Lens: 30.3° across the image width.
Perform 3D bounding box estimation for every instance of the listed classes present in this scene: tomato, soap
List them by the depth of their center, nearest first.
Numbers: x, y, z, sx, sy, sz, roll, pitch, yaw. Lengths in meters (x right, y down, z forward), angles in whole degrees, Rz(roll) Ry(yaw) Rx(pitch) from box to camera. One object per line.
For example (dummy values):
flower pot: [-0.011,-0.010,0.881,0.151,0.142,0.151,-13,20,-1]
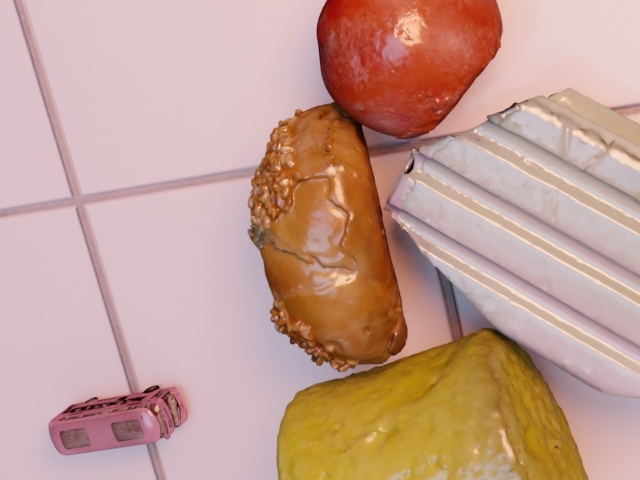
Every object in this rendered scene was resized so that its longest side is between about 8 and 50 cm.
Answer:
tomato: [0.089,-0.220,1.289,0.184,0.208,0.208,40,118,0]
soap: [0.305,0.002,1.306,0.446,0.156,0.261,29,117,10]

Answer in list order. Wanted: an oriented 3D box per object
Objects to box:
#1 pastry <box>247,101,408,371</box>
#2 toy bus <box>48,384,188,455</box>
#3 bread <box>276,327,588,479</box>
pastry: [0.000,0.000,1.378,0.162,0.255,0.310,-14,102,2]
toy bus: [-0.291,0.258,1.682,0.203,0.090,0.063,-13,102,25]
bread: [0.141,0.278,1.379,0.308,0.348,0.348,-33,94,19]
